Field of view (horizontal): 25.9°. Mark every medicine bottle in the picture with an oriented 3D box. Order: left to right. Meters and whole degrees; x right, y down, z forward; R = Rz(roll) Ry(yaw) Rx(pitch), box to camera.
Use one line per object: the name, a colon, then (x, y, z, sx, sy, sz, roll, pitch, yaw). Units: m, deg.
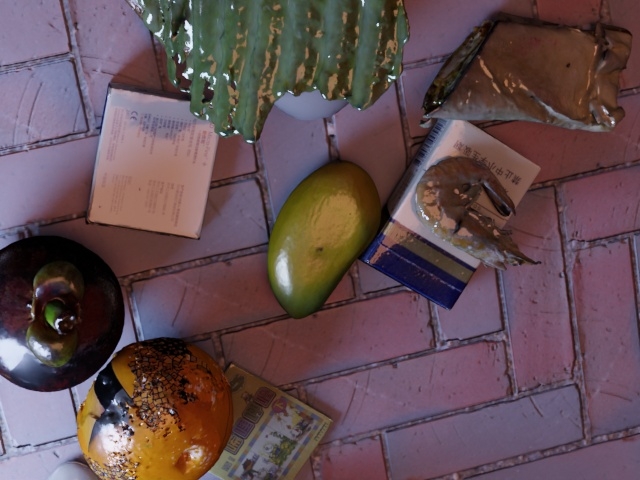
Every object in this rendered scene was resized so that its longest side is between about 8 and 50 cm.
medicine bottle: (-0.232, -0.109, 1.954, 0.171, 0.052, 0.201, 8, 103, -15)

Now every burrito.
burrito: (0.295, -0.242, 2.004, 0.347, 0.107, 0.175, -1, 75, -20)

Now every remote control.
remote control: (-0.411, 0.428, 2.066, 0.073, 0.044, 0.229, 35, 95, -22)

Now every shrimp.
shrimp: (0.236, -0.036, 2.012, 0.223, 0.047, 0.126, 32, 86, -17)

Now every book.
book: (-0.101, 0.298, 2.118, 0.192, 0.013, 0.168, 31, 97, -18)

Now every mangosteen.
mangosteen: (-0.370, 0.108, 1.900, 0.216, 0.216, 0.216, -3, 106, -12)

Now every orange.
orange: (-0.230, 0.254, 1.980, 0.234, 0.182, 0.234, -21, 128, -30)

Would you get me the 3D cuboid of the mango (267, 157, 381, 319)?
mango: (-0.005, -0.005, 2.015, 0.137, 0.091, 0.237, 35, 95, -11)

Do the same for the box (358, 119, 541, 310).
box: (0.188, -0.043, 2.058, 0.168, 0.071, 0.259, 31, 97, -19)

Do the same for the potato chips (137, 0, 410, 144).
potato chips: (-0.093, -0.323, 1.739, 0.373, 0.097, 0.389, -11, 114, 29)

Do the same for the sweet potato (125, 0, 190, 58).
sweet potato: (-0.233, -0.331, 1.886, 0.072, 0.066, 0.314, -31, 113, 6)

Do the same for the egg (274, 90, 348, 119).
egg: (-0.017, -0.283, 1.885, 0.176, 0.176, 0.232, -13, 113, -9)
